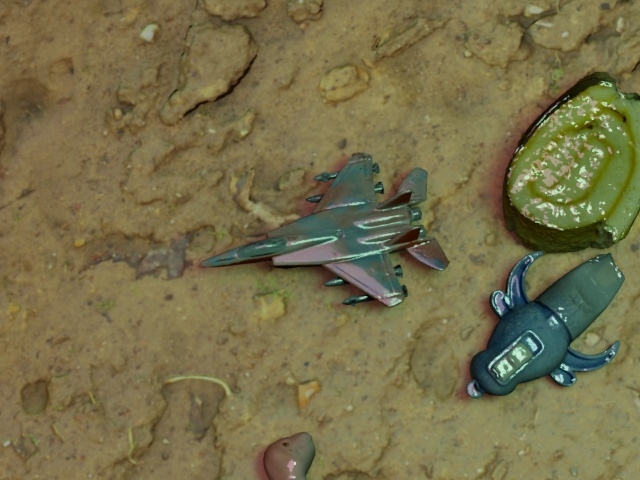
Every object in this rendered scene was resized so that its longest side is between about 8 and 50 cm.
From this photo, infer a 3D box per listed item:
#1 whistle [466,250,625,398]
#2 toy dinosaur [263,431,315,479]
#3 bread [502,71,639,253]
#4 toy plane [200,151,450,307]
[{"bbox_3d":[0.296,0.118,1.933,0.269,0.093,0.180,-39,86,-12],"label":"whistle"},{"bbox_3d":[-0.041,0.351,1.864,0.194,0.152,0.177,-43,70,-14],"label":"toy dinosaur"},{"bbox_3d":[0.356,-0.102,1.966,0.186,0.124,0.257,30,79,3],"label":"bread"},{"bbox_3d":[0.001,0.002,1.966,0.326,0.104,0.223,-13,75,4],"label":"toy plane"}]
